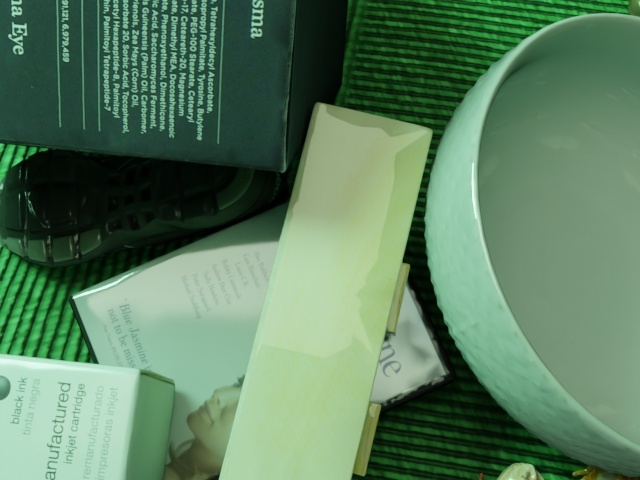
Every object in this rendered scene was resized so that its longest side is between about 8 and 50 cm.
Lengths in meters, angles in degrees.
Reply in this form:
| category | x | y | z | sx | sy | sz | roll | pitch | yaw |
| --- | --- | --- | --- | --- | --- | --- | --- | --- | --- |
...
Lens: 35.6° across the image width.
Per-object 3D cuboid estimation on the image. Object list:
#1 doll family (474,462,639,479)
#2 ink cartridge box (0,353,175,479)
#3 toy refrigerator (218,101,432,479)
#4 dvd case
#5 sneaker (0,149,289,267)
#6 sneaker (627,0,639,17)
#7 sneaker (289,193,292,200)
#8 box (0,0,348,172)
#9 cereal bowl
| category | x | y | z | sx | sy | sz | roll | pitch | yaw |
| --- | --- | --- | --- | --- | --- | --- | --- | --- | --- |
| doll family | 0.214 | 0.238 | 0.684 | 0.263 | 0.118 | 0.163 | 11 | 69 | 28 |
| ink cartridge box | -0.265 | 0.181 | 0.688 | 0.289 | 0.121 | 0.211 | 5 | 79 | 5 |
| toy refrigerator | 0.010 | 0.051 | 0.708 | 0.094 | 0.102 | 0.269 | 14 | 82 | 3 |
| dvd case | -0.045 | 0.075 | 0.769 | 0.253 | 0.022 | 0.180 | -24 | 81 | -2 |
| sneaker | -0.152 | -0.027 | 0.836 | 0.267 | 0.106 | 0.101 | -6 | 81 | 22 |
| sneaker | 0.390 | -0.230 | 0.917 | 0.192 | 0.086 | 0.064 | 13 | 64 | 9 |
| sneaker | 0.000 | 0.000 | 0.831 | 0.078 | 0.067 | 0.188 | 27 | 72 | 9 |
| box | -0.146 | -0.190 | 0.768 | 0.312 | 0.179 | 0.343 | 6 | 19 | 6 |
| cereal bowl | 0.215 | 0.012 | 0.738 | 0.339 | 0.141 | 0.339 | 9 | 68 | -24 |
